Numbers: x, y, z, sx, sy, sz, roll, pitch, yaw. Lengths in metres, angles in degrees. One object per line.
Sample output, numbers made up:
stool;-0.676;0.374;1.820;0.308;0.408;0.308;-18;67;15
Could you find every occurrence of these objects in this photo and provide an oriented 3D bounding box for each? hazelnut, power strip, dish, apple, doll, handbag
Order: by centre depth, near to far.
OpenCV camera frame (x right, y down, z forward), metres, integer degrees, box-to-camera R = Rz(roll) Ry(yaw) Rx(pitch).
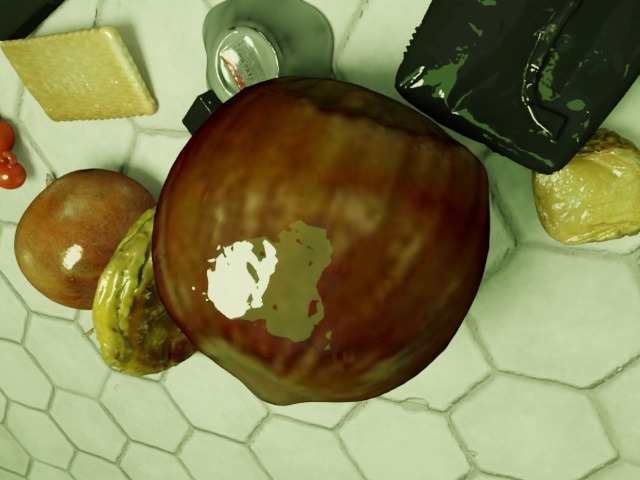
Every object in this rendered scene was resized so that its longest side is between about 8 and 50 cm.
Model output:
handbag;0.242;-0.238;0.555;0.244;0.088;0.275;31;109;8
hazelnut;0.000;0.000;0.627;0.421;0.421;0.353;51;162;-8
dish;-0.094;-0.256;0.714;0.229;0.081;0.229;10;119;18
power strip;-0.189;-0.201;0.785;0.038;0.029;0.111;54;152;-10
apple;-0.411;-0.007;0.882;0.253;0.253;0.253;9;118;18
doll;-0.705;-0.211;0.960;0.290;0.130;0.161;32;123;-2

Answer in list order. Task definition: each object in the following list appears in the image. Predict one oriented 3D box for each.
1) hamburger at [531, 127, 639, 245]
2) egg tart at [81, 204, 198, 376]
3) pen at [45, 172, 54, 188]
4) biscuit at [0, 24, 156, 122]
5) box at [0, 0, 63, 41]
hamburger;0.349;-0.066;0.630;0.138;0.083;0.147;-13;108;31
egg tart;-0.245;0.059;0.817;0.153;0.339;0.351;29;133;27
pen;-0.556;-0.051;1.037;0.053;0.032;0.197;16;123;15
biscuit;-0.412;-0.279;0.840;0.250;0.030;0.160;2;137;22
box;-0.501;-0.529;0.737;0.350;0.091;0.359;-19;109;29
